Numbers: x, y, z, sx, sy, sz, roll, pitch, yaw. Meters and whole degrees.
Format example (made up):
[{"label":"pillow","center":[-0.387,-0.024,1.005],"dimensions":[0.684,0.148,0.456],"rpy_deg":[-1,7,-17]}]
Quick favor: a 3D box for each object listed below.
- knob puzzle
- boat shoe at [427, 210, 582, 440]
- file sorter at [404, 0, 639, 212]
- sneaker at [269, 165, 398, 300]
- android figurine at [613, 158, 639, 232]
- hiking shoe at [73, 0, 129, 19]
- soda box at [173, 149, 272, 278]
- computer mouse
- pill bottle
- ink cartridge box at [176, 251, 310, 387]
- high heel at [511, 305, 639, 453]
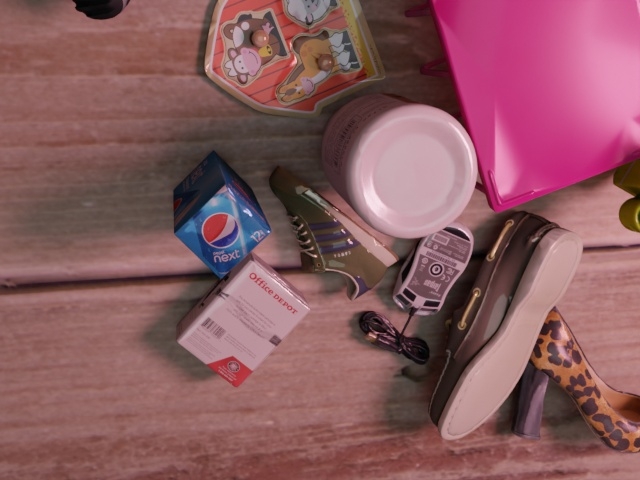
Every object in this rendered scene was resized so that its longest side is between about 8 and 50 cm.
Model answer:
[{"label":"knob puzzle","center":[-0.041,-0.227,0.918],"dimensions":[0.213,0.030,0.213],"rpy_deg":[-3,106,-9]},{"label":"boat shoe","center":[0.216,0.108,1.023],"dimensions":[0.109,0.091,0.305],"rpy_deg":[17,104,-45]},{"label":"file sorter","center":[0.215,-0.216,0.886],"dimensions":[0.202,0.182,0.290],"rpy_deg":[-21,107,-3]},{"label":"sneaker","center":[0.000,0.000,0.967],"dimensions":[0.192,0.064,0.086],"rpy_deg":[37,91,-20]},{"label":"android figurine","center":[0.413,-0.119,0.908],"dimensions":[0.056,0.273,0.248],"rpy_deg":[31,96,3]},{"label":"hiking shoe","center":[-0.270,-0.372,0.817],"dimensions":[0.132,0.113,0.304],"rpy_deg":[-43,103,-29]},{"label":"soda box","center":[-0.110,-0.034,0.863],"dimensions":[0.071,0.210,0.067],"rpy_deg":[-43,107,3]},{"label":"computer mouse","center":[0.130,0.058,1.022],"dimensions":[0.106,0.042,0.193],"rpy_deg":[24,105,-11]},{"label":"pill bottle","center":[0.070,-0.091,0.869],"dimensions":[0.131,0.229,0.131],"rpy_deg":[-2,105,-9]},{"label":"ink cartridge box","center":[-0.094,0.093,0.981],"dimensions":[0.099,0.056,0.135],"rpy_deg":[42,95,-18]},{"label":"high heel","center":[0.391,0.181,1.070],"dimensions":[0.261,0.093,0.186],"rpy_deg":[3,108,-4]}]
